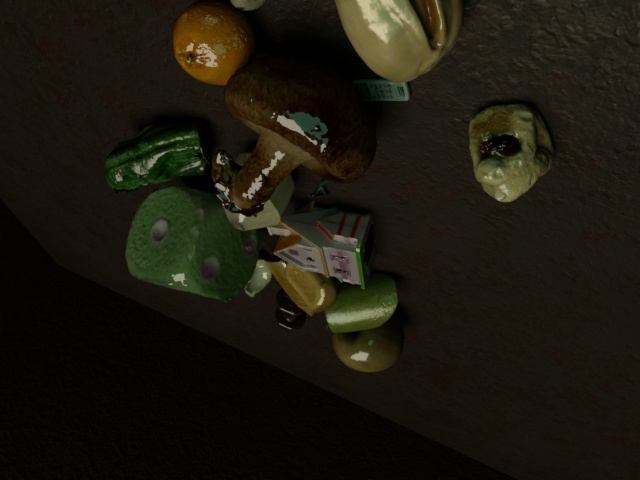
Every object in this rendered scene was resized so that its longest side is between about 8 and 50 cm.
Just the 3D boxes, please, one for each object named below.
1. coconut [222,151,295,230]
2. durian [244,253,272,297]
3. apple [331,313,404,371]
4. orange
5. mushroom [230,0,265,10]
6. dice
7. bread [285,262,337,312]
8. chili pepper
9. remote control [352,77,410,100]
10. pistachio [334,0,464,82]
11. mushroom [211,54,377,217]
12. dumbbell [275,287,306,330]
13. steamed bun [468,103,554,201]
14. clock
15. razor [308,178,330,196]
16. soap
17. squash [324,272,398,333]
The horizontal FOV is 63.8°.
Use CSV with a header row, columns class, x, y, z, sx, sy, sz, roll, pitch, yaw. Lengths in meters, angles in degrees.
class,x,y,z,sx,sy,sz,roll,pitch,yaw
coconut,-0.185,-0.129,1.429,0.202,0.221,0.202,19,154,9
durian,-0.268,0.111,1.985,0.145,0.139,0.252,13,148,18
apple,0.178,0.355,1.878,0.257,0.256,0.234,4,157,37
orange,-0.221,-0.411,1.079,0.178,0.155,0.177,26,165,8
mushroom,-0.141,-0.486,0.977,0.079,0.085,0.085,60,155,14
dice,-0.408,0.013,1.689,0.323,0.318,0.330,8,169,34
bread,-0.025,0.129,1.694,0.217,0.098,0.147,52,130,32
chili pepper,-0.478,-0.260,1.537,0.385,0.213,0.167,-12,91,24
remote control,0.125,-0.314,1.069,0.125,0.017,0.053,10,146,30
pistachio,0.112,-0.390,0.804,0.188,0.187,0.299,-1,134,42
mushroom,-0.080,-0.216,1.085,0.331,0.356,0.334,56,169,-30
dumbbell,-0.120,0.283,2.151,0.141,0.124,0.225,25,151,6
steamed bun,0.355,-0.153,0.989,0.141,0.155,0.172,-3,140,42
clock,0.000,0.001,1.547,0.310,0.166,0.235,10,148,16
razor,0.032,-0.168,1.380,0.066,0.033,0.190,-9,165,-31
soap,-0.081,0.155,1.871,0.257,0.080,0.160,56,156,-16
squash,0.147,0.212,1.750,0.261,0.189,0.189,-13,138,14
